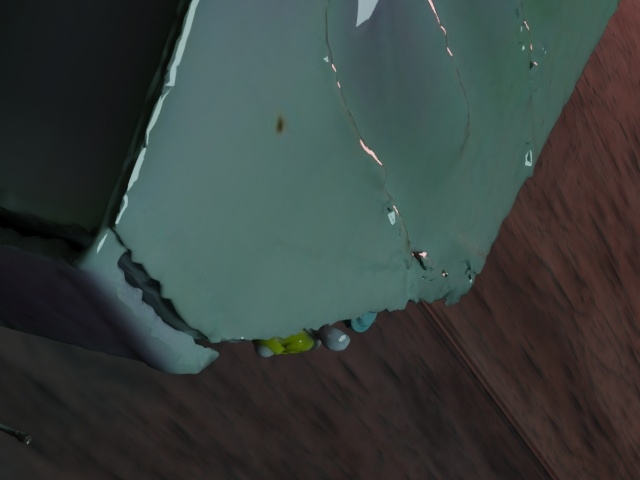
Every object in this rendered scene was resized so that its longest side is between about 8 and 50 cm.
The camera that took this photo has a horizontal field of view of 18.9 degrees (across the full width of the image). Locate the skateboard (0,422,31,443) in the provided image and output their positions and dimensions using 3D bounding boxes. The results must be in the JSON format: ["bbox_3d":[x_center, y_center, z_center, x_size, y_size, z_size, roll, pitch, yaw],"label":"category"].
[{"bbox_3d":[-0.129,0.103,0.684,0.083,0.032,0.064,-64,159,-12],"label":"skateboard"}]

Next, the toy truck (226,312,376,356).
[{"bbox_3d":[0.000,0.000,0.794,0.111,0.077,0.076,-63,148,-18],"label":"toy truck"}]

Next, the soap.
[{"bbox_3d":[0.011,-0.151,0.664,0.446,0.156,0.261,-60,148,-20],"label":"soap"}]
